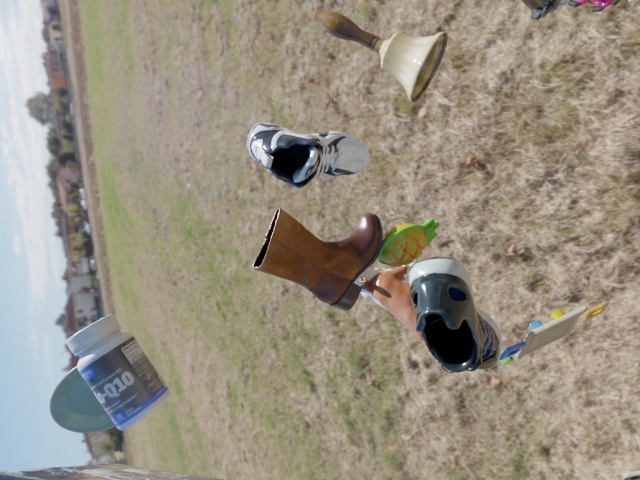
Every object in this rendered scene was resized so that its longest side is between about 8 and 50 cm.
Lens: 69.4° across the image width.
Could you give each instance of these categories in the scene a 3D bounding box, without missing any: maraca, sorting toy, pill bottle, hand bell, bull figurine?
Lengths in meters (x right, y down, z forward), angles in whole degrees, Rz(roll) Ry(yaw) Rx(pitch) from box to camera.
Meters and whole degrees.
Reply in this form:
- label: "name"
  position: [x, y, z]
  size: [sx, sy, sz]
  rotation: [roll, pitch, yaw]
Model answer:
- label: "maraca"
  position: [0.228, 0.004, 1.194]
  size: [0.099, 0.185, 0.127]
  rotation: [57, 162, 33]
- label: "sorting toy"
  position: [0.645, 0.253, 1.316]
  size: [0.196, 0.347, 0.047]
  rotation: [77, 168, -56]
- label: "pill bottle"
  position: [-0.269, 0.172, 0.615]
  size: [0.137, 0.078, 0.078]
  rotation: [56, 151, -2]
- label: "hand bell"
  position: [0.090, -0.358, 0.834]
  size: [0.242, 0.126, 0.126]
  rotation: [30, 132, 13]
- label: "bull figurine"
  position: [0.228, 0.142, 1.290]
  size: [0.310, 0.188, 0.101]
  rotation: [43, 159, 25]

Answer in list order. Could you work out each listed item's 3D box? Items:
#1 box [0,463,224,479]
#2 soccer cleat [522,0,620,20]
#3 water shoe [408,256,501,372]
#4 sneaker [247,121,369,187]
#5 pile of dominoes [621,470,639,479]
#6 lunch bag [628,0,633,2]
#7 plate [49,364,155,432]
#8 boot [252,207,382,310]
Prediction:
- label: "box"
  position: [-0.419, 0.561, 0.918]
  size: [0.343, 0.312, 0.179]
  rotation: [52, -141, -61]
- label: "soccer cleat"
  position: [0.417, -0.446, 0.729]
  size: [0.143, 0.116, 0.331]
  rotation: [-51, 14, 17]
- label: "water shoe"
  position: [0.133, 0.100, 0.467]
  size: [0.072, 0.203, 0.080]
  rotation: [-11, 48, 29]
- label: "sneaker"
  position: [-0.006, -0.139, 0.815]
  size: [0.153, 0.234, 0.094]
  rotation: [-115, 43, -55]
- label: "pile of dominoes"
  position: [0.664, 0.459, 0.847]
  size: [0.040, 0.251, 0.196]
  rotation: [-94, -15, -45]
- label: "lunch bag"
  position: [0.709, -0.670, 0.936]
  size: [0.212, 0.255, 0.305]
  rotation: [-150, 42, -71]
- label: "plate"
  position: [-0.408, 0.284, 0.878]
  size: [0.024, 0.188, 0.188]
  rotation: [40, 131, 46]
- label: "boot"
  position: [0.000, 0.000, 1.100]
  size: [0.096, 0.280, 0.264]
  rotation: [14, 75, 60]
